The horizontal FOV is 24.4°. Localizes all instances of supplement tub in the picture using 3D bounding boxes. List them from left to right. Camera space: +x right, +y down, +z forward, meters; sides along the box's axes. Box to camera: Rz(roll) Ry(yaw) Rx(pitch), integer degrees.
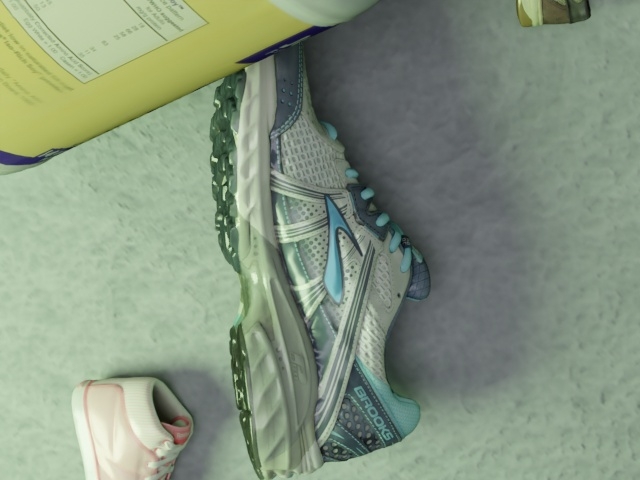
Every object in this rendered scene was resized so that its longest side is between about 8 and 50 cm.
[{"bbox_3d":[-0.098,-0.196,0.785,0.331,0.241,0.241,-21,95,26],"label":"supplement tub"}]

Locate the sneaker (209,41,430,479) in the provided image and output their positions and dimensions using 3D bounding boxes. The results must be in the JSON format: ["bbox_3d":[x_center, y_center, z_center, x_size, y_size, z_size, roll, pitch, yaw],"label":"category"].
[{"bbox_3d":[0.000,0.000,0.911,0.122,0.110,0.283,-6,97,-11],"label":"sneaker"}]

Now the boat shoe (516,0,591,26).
[{"bbox_3d":[0.140,-0.201,0.861,0.049,0.056,0.152,2,110,6],"label":"boat shoe"}]

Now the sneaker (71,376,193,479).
[{"bbox_3d":[-0.114,0.152,0.972,0.070,0.051,0.134,-12,93,18],"label":"sneaker"}]
